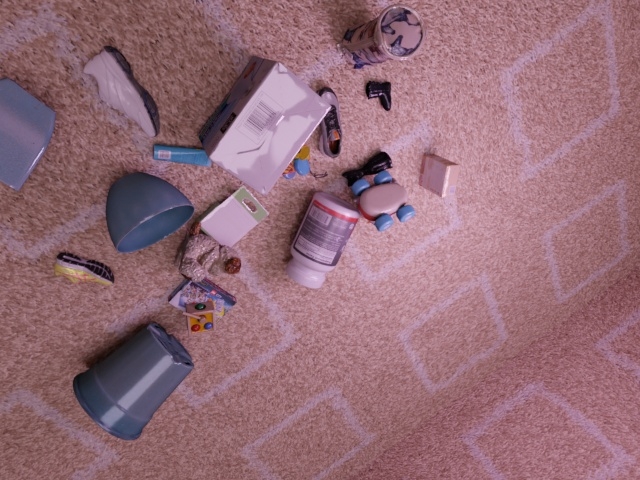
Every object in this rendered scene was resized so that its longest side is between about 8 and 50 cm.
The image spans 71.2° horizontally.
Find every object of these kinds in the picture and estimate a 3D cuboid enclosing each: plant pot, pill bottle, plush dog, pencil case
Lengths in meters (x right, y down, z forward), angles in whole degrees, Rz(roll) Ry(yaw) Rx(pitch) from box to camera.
[{"bbox_3d":[-0.608,-0.117,1.530,0.290,0.290,0.195,-33,85,-5],"label":"plant pot"},{"bbox_3d":[0.000,0.000,1.856,0.210,0.210,0.363,17,107,-29],"label":"pill bottle"},{"bbox_3d":[-0.410,0.060,1.699,0.225,0.262,0.211,21,86,-25],"label":"plush dog"},{"bbox_3d":[-0.918,-0.323,1.300,0.248,0.247,0.252,41,76,-32],"label":"plant pot"},{"bbox_3d":[0.197,-0.671,1.499,0.183,0.410,0.160,-27,111,-4],"label":"pencil case"},{"bbox_3d":[-0.706,0.529,1.757,0.334,0.341,0.341,-44,123,-7],"label":"plant pot"}]

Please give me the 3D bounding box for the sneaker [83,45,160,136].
[{"bbox_3d":[-0.629,-0.463,1.443,0.129,0.111,0.297,-25,119,8],"label":"sneaker"}]

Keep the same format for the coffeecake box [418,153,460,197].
[{"bbox_3d":[0.514,-0.284,1.952,0.068,0.185,0.142,-7,117,-20],"label":"coffeecake box"}]

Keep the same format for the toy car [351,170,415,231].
[{"bbox_3d":[0.237,-0.120,1.850,0.210,0.219,0.238,-23,158,-21],"label":"toy car"}]

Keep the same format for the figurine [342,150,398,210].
[{"bbox_3d":[0.218,-0.242,1.914,0.209,0.092,0.215,-25,122,-1],"label":"figurine"}]

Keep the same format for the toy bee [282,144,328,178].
[{"bbox_3d":[-0.107,-0.317,1.709,0.195,0.298,0.162,-9,91,19],"label":"toy bee"}]

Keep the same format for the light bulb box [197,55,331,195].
[{"bbox_3d":[-0.205,-0.393,1.489,0.225,0.361,0.358,34,98,-30],"label":"light bulb box"}]

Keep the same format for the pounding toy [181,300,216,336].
[{"bbox_3d":[-0.492,0.312,1.805,0.130,0.100,0.141,-6,117,-20],"label":"pounding toy"}]

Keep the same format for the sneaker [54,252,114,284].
[{"bbox_3d":[-0.862,0.121,1.631,0.208,0.081,0.094,27,108,-24],"label":"sneaker"}]

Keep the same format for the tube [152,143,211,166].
[{"bbox_3d":[-0.488,-0.303,1.595,0.207,0.052,0.080,3,146,-26],"label":"tube"}]

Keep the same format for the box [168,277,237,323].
[{"bbox_3d":[-0.489,0.248,1.863,0.159,0.044,0.233,-46,123,3],"label":"box"}]

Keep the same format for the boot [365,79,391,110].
[{"bbox_3d":[0.231,-0.574,1.775,0.099,0.045,0.121,-11,111,-21],"label":"boot"}]

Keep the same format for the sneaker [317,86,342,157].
[{"bbox_3d":[0.043,-0.448,1.720,0.100,0.108,0.272,-15,118,-14],"label":"sneaker"}]

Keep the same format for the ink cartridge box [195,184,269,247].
[{"bbox_3d":[-0.345,-0.091,1.756,0.235,0.056,0.171,-42,123,-2],"label":"ink cartridge box"}]
